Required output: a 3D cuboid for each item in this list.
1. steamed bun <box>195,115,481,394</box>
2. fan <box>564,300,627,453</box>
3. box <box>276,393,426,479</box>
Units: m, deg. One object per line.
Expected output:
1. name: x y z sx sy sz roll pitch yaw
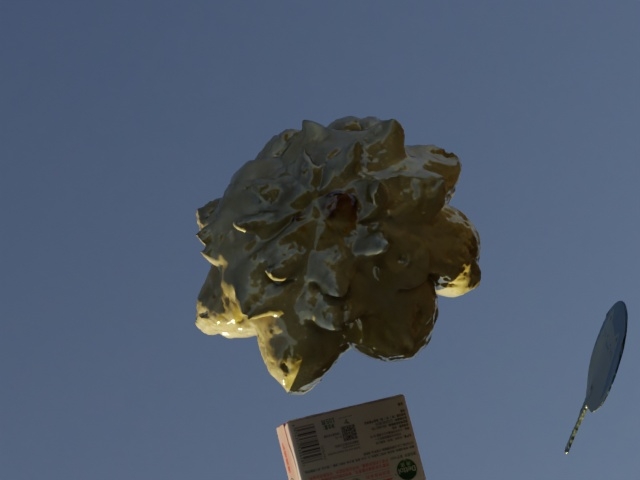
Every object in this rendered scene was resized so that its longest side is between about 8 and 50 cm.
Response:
1. steamed bun: 0.000 0.000 1.781 0.292 0.295 0.137 -65 -21 -15
2. fan: 0.271 0.140 1.815 0.113 0.005 0.175 -82 9 -63
3. box: 0.029 0.204 1.765 0.125 0.043 0.089 -10 -100 -18
